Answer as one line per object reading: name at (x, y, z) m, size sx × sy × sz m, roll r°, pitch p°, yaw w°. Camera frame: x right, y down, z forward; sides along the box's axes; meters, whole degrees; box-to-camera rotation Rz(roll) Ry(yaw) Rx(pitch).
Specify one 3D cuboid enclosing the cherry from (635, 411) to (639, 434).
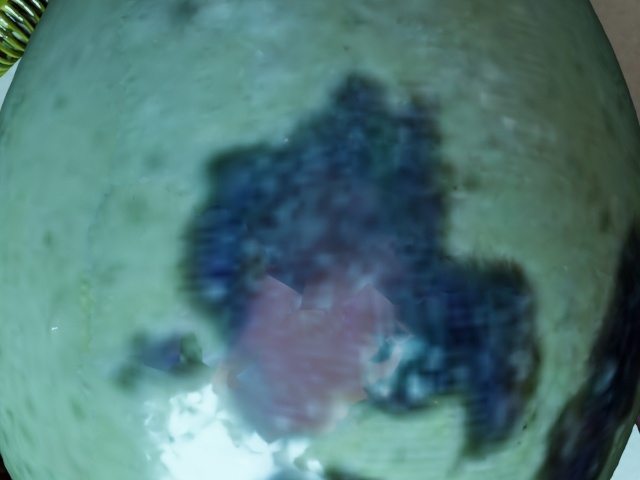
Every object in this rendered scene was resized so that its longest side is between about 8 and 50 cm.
cherry at (0.278, 0.048, 0.957) m, size 0.206 × 0.239 × 0.239 m, roll 20°, pitch 105°, yaw 16°

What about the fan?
fan at (-0.154, -0.151, 0.992) m, size 0.039 × 0.082 × 0.155 m, roll 42°, pitch 91°, yaw -13°

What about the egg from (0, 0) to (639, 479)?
egg at (0.000, 0.000, 0.886) m, size 0.345 × 0.345 × 0.428 m, roll 8°, pitch 89°, yaw 0°

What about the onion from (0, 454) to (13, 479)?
onion at (-0.260, 0.171, 0.990) m, size 0.232 × 0.314 × 0.314 m, roll -12°, pitch 108°, yaw -37°
